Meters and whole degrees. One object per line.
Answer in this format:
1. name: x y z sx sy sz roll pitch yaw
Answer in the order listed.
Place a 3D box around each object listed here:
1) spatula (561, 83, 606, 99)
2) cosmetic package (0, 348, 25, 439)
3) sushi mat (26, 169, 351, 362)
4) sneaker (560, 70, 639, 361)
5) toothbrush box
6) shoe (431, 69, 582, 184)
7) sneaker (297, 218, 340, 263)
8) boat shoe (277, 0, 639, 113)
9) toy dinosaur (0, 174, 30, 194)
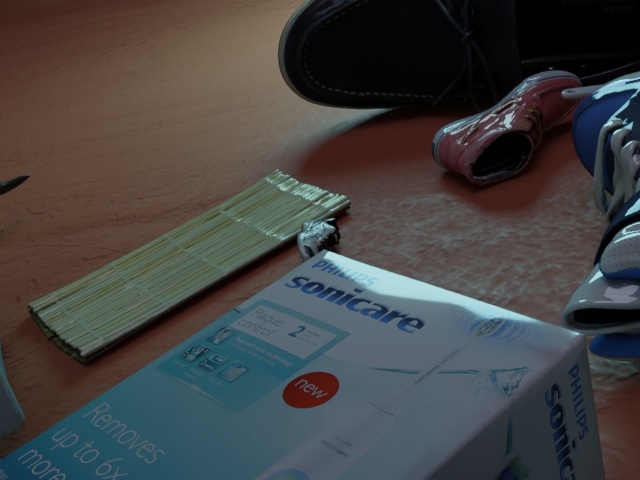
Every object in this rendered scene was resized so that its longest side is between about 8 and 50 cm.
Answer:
1. spatula: 0.371 -0.135 0.922 0.242 0.019 0.168 -10 32 -9
2. cosmetic package: -0.454 -0.003 0.672 0.327 0.393 0.329 -25 16 -18
3. sushi mat: -0.130 0.015 0.941 0.317 0.019 0.151 -31 31 -27
4. sneaker: 0.237 -0.020 0.682 0.236 0.130 0.323 -23 33 -22
5. toothbrush box: -0.019 0.145 0.518 0.296 0.126 0.216 -31 30 -30
6. shoe: 0.206 -0.113 0.958 0.178 0.063 0.081 -27 30 -9
7. sneaker: 0.000 0.000 0.884 0.037 0.032 0.083 -11 28 10
8. boat shoe: 0.191 -0.245 1.088 0.500 0.186 0.156 -5 22 9
9. toy dinosaur: -0.480 -0.024 1.050 0.314 0.160 0.121 -23 28 -12
